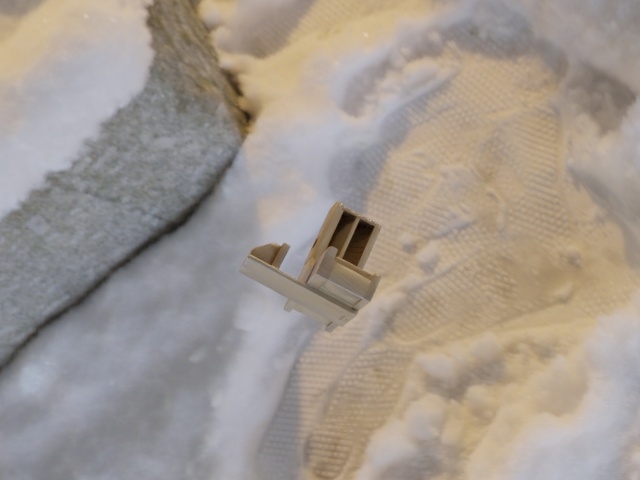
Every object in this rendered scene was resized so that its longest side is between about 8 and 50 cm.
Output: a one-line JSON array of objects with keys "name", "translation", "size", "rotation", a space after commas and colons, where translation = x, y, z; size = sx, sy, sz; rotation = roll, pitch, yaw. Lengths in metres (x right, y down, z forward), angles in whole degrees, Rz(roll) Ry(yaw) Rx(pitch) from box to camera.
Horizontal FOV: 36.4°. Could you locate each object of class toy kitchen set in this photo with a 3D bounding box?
[{"name": "toy kitchen set", "translation": [0.000, 0.000, 0.561], "size": [0.068, 0.083, 0.075], "rotation": [27, 68, -6]}]
